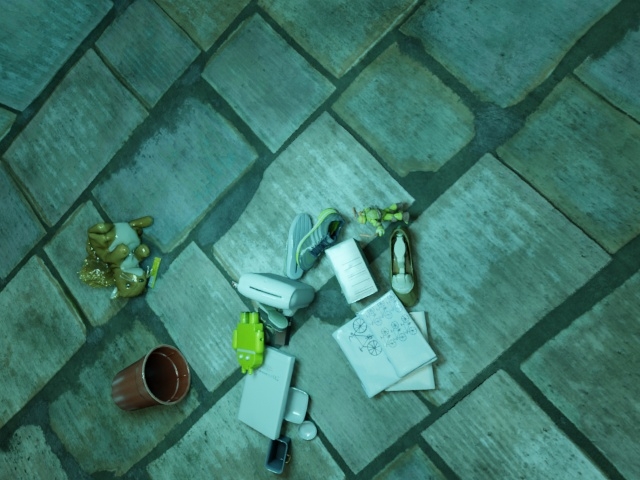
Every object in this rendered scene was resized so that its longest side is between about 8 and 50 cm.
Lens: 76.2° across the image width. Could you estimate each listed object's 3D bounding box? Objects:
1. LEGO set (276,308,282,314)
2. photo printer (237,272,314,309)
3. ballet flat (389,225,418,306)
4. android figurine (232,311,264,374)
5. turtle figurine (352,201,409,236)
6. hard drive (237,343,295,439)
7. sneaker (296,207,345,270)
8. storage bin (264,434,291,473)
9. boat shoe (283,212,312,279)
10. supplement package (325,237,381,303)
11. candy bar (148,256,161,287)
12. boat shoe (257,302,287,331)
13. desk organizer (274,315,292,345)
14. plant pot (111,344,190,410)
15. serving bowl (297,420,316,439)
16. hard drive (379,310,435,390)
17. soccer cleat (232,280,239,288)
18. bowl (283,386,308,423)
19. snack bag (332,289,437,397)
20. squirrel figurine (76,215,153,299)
[{"bbox_3d":[-0.193,0.326,1.866,0.083,0.023,0.054,-44,61,24],"label":"LEGO set"},{"bbox_3d":[-0.186,0.211,1.724,0.256,0.307,0.107,16,89,16],"label":"photo printer"},{"bbox_3d":[0.335,0.105,1.675,0.116,0.124,0.341,-3,84,16],"label":"ballet flat"},{"bbox_3d":[-0.320,0.454,1.817,0.248,0.056,0.272,-9,77,51],"label":"android figurine"},{"bbox_3d":[0.243,-0.108,1.703,0.218,0.269,0.087,-11,118,-7],"label":"turtle figurine"},{"bbox_3d":[-0.241,0.653,1.801,0.233,0.047,0.352,10,87,36],"label":"hard drive"},{"bbox_3d":[0.000,0.000,1.759,0.299,0.111,0.121,-60,30,0],"label":"sneaker"},{"bbox_3d":[-0.170,0.915,1.766,0.098,0.091,0.135,11,89,17],"label":"storage bin"},{"bbox_3d":[-0.117,0.024,1.829,0.094,0.109,0.302,-1,75,54],"label":"boat shoe"},{"bbox_3d":[0.139,0.129,1.723,0.134,0.139,0.243,-26,78,11],"label":"supplement package"},{"bbox_3d":[-0.845,0.164,2.073,0.040,0.018,0.161,13,89,21],"label":"candy bar"},{"bbox_3d":[-0.214,0.348,1.798,0.228,0.081,0.068,33,109,54],"label":"boat shoe"},{"bbox_3d":[-0.167,0.403,1.836,0.050,0.047,0.130,6,85,22],"label":"desk organizer"},{"bbox_3d":[-0.803,0.658,1.902,0.265,0.272,0.272,-26,78,21],"label":"plant pot"},{"bbox_3d":[-0.056,0.818,1.770,0.084,0.027,0.083,1,99,7],"label":"serving bowl"},{"bbox_3d":[0.347,0.454,1.683,0.203,0.040,0.307,-9,83,16],"label":"hard drive"},{"bbox_3d":[-0.383,0.216,1.928,0.083,0.029,0.035,41,88,13],"label":"soccer cleat"},{"bbox_3d":[-0.120,0.712,1.790,0.142,0.053,0.142,12,89,17],"label":"bowl"},{"bbox_3d":[0.246,0.426,1.676,0.343,0.037,0.323,-36,74,15],"label":"snack bag"},{"bbox_3d":[-1.004,0.113,2.032,0.397,0.281,0.370,-19,90,28],"label":"squirrel figurine"}]
